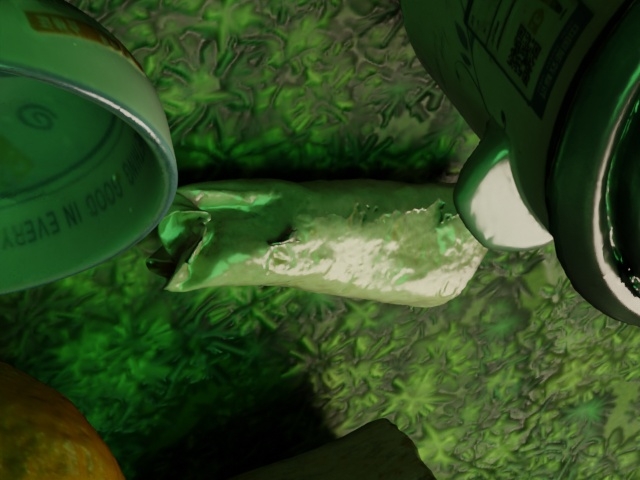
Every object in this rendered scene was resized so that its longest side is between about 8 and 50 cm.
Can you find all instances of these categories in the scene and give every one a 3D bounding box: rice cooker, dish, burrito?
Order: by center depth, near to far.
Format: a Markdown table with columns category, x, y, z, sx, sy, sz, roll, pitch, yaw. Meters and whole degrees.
| category | x | y | z | sx | sy | sz | roll | pitch | yaw |
| --- | --- | --- | --- | --- | --- | --- | --- | --- | --- |
| dish | -0.205 | -0.075 | 0.758 | 0.273 | 0.134 | 0.273 | -5 | 157 | -2 |
| rice cooker | 0.190 | -0.106 | 0.835 | 0.316 | 0.317 | 0.264 | -32 | 136 | -4 |
| burrito | 0.000 | 0.000 | 0.975 | 0.226 | 0.060 | 0.087 | 2 | 118 | -32 |

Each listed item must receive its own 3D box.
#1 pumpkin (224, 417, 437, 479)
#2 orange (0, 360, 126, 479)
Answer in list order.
| category | x | y | z | sx | sy | sz | roll | pitch | yaw |
| --- | --- | --- | --- | --- | --- | --- | --- | --- | --- |
| pumpkin | -0.007 | 0.295 | 1.020 | 0.199 | 0.332 | 0.332 | -15 | 130 | -16 |
| orange | -0.219 | 0.172 | 0.860 | 0.246 | 0.246 | 0.246 | -15 | 130 | -19 |
